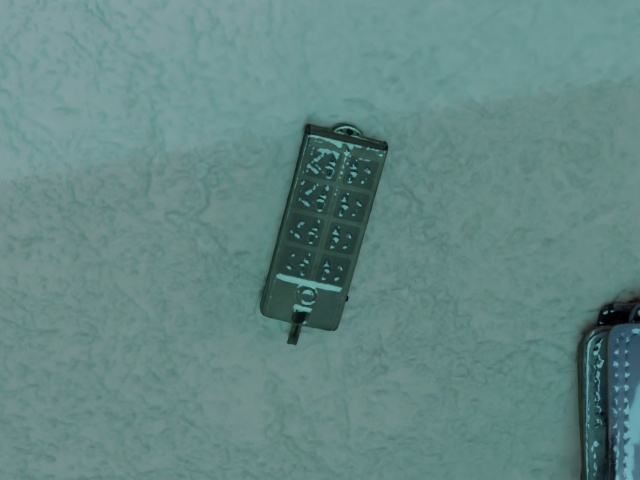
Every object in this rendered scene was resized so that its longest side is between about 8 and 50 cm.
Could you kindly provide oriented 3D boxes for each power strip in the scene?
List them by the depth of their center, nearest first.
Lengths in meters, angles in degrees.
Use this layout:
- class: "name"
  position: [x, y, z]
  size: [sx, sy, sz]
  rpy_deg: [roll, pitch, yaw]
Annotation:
- class: "power strip"
  position: [0.000, 0.000, 0.755]
  size: [0.051, 0.019, 0.136]
  rpy_deg: [13, 110, -8]

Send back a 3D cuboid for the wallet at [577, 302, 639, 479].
- class: "wallet"
  position: [0.267, 0.115, 0.777]
  size: [0.231, 0.069, 0.170]
  rpy_deg: [1, 93, -4]
